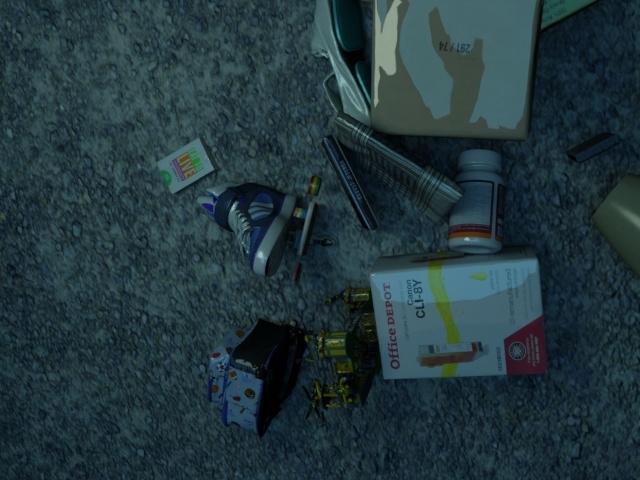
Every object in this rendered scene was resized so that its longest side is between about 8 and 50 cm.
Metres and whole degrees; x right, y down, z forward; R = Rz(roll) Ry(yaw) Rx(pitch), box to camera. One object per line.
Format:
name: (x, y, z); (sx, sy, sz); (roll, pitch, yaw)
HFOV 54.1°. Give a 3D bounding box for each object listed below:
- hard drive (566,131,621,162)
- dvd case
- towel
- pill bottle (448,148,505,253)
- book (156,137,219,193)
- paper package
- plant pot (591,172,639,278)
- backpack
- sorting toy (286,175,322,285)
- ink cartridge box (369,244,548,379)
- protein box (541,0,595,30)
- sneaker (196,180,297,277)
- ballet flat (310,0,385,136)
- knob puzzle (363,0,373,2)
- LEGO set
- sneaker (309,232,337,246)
hard drive: (0.595, -0.204, 1.373); (0.094, 0.135, 0.022); (-28, 94, 17)
dvd case: (0.067, -0.137, 1.492); (0.030, 0.179, 0.238); (-26, 95, 1)
towel: (0.160, -0.153, 1.399); (0.312, 0.324, 0.056); (34, 89, 5)
pill bottle: (0.358, -0.087, 1.432); (0.121, 0.121, 0.221); (4, 78, 13)
book: (-0.352, -0.197, 1.658); (0.144, 0.035, 0.096); (-27, 91, 19)
paper package: (0.277, -0.368, 1.278); (0.325, 0.168, 0.309); (6, 109, 18)
plant pot: (0.738, -0.015, 1.344); (0.274, 0.256, 0.256); (39, 109, 20)
backpack: (-0.178, 0.359, 1.625); (0.213, 0.276, 0.263); (9, 111, 16)
sorting toy: (-0.048, -0.023, 1.549); (0.046, 0.132, 0.274); (14, 91, 4)
ink cartridge box: (0.327, 0.174, 1.506); (0.385, 0.160, 0.279); (-6, 101, 15)
protein box: (0.495, -0.568, 1.316); (0.200, 0.136, 0.201); (-26, 95, 18)
sneaker: (-0.196, -0.038, 1.504); (0.236, 0.323, 0.130); (12, 123, 3)
ballet flat: (0.048, -0.420, 1.471); (0.139, 0.139, 0.400); (-17, 98, 16)
knob puzzle: (0.109, -0.614, 1.417); (0.213, 0.030, 0.213); (2, 81, -14)
LEGO set: (0.026, 0.265, 1.536); (0.192, 0.331, 0.255); (-6, 118, 21)
sneaker: (0.000, 0.000, 1.611); (0.083, 0.037, 0.032); (-2, 103, 15)
